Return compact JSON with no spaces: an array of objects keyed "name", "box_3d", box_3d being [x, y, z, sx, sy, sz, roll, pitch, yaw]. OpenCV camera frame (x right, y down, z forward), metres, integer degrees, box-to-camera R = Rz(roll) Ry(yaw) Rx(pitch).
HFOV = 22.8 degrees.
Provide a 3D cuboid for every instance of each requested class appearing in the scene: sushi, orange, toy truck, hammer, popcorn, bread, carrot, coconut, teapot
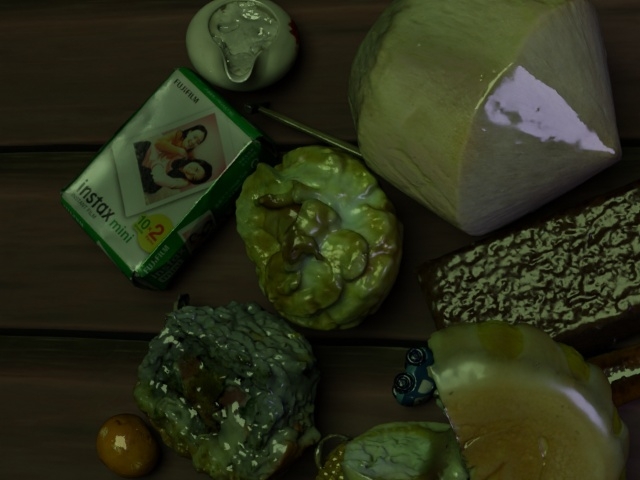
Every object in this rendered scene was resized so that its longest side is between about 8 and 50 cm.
[{"name":"sushi","box_3d":[-0.117,0.169,1.871,0.274,0.139,0.184,32,113,26]},{"name":"orange","box_3d":[-0.237,0.251,1.941,0.070,0.083,0.083,-36,66,-6]},{"name":"toy truck","box_3d":[0.132,0.170,1.853,0.090,0.056,0.073,25,73,10]},{"name":"hammer","box_3d":[0.000,-0.133,1.993,0.199,0.062,0.013,25,109,16]},{"name":"popcorn","box_3d":[0.000,0.000,1.872,0.221,0.183,0.204,60,141,34]},{"name":"bread","box_3d":[0.180,0.245,1.719,0.333,0.160,0.333,0,109,-1]},{"name":"carrot","box_3d":[0.401,0.133,1.762,0.314,0.066,0.066,-19,69,13]},{"name":"coconut","box_3d":[0.203,-0.160,1.805,0.329,0.329,0.329,-5,73,18]},{"name":"teapot","box_3d":[-0.100,-0.257,2.028,0.145,0.092,0.226,2,51,-6]},{"name":"bread","box_3d":[0.323,0.033,1.792,0.416,0.113,0.165,-21,66,13]}]

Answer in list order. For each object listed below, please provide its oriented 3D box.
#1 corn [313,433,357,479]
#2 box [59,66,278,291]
[{"name":"corn","box_3d":[0.010,0.365,1.811,0.106,0.106,0.293,16,81,22]},{"name":"box","box_3d":[-0.188,-0.075,2.007,0.250,0.103,0.180,-47,65,1]}]
